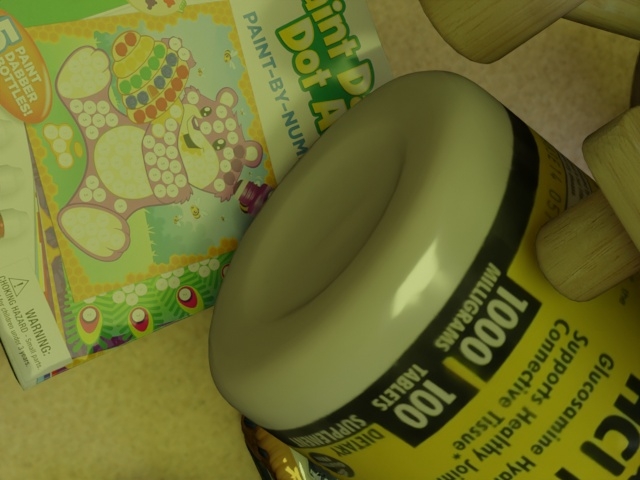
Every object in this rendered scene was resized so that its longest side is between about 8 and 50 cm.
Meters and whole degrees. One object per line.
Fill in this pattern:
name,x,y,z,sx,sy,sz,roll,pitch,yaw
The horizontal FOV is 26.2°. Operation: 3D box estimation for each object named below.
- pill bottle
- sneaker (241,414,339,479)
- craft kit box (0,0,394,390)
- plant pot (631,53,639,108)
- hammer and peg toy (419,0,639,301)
pill bottle,0.125,0.082,0.686,0.334,0.188,0.188,36,86,-21
sneaker,0.067,0.198,0.794,0.131,0.112,0.296,-25,105,-13
craft kit box,-0.092,-0.085,0.723,0.246,0.061,0.250,-25,102,-15
plant pot,0.352,-0.066,0.761,0.256,0.274,0.256,-3,99,-17
hammer and peg toy,0.212,-0.011,0.590,0.266,0.127,0.361,-21,78,-51
